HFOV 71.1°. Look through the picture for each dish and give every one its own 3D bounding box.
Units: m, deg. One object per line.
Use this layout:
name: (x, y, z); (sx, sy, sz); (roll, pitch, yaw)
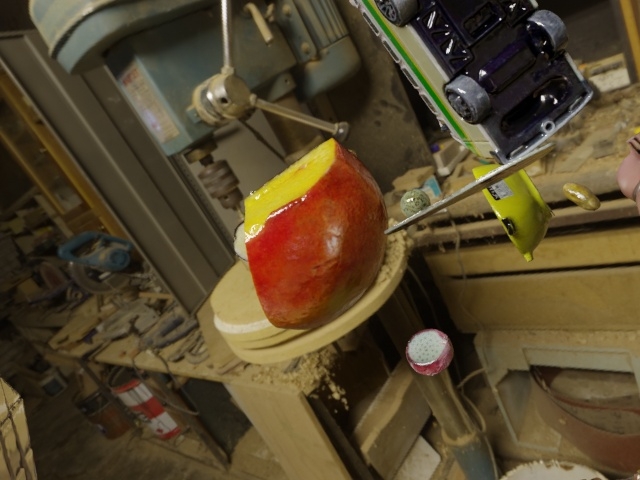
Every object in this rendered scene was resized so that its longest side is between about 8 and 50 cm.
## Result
dish: (0.484, -0.092, 1.095); (0.108, 0.221, 0.262); (-32, 37, 24)

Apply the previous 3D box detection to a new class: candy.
candy: (0.237, 0.241, 0.975); (0.103, 0.043, 0.103); (-27, 34, 20)

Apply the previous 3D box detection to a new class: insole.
insole: (0.146, -0.047, 0.463); (0.193, 0.006, 0.065); (-31, -11, 34)

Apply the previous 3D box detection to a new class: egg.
egg: (0.273, -0.100, 1.282); (0.085, 0.110, 0.085); (-12, 58, 19)

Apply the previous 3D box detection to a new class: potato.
potato: (0.608, -0.103, 1.041); (0.045, 0.092, 0.046); (-43, -22, 2)
potato: (-0.136, 0.044, 1.162); (0.202, 0.117, 0.182); (22, 43, 14)

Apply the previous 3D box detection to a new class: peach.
peach: (0.000, 0.000, 0.920); (0.307, 0.380, 0.242); (-13, 29, -10)

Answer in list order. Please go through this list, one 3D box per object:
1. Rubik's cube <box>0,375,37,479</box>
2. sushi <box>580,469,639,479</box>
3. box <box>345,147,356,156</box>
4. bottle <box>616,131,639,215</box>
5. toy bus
Rubik's cube: (-0.513, 0.307, 0.566); (0.225, 0.221, 0.231); (-16, -30, -25)
sushi: (0.450, 0.362, 0.530); (0.237, 0.270, 0.170); (-4, 51, -4)
box: (0.055, -0.166, 1.064); (0.037, 0.105, 0.105); (12, 35, 18)
bottle: (0.644, -0.061, 0.748); (0.173, 0.207, 0.296); (-40, 47, 27)
toy bus: (0.174, -0.253, 0.571); (0.143, 0.305, 0.179); (-41, 13, 3)
